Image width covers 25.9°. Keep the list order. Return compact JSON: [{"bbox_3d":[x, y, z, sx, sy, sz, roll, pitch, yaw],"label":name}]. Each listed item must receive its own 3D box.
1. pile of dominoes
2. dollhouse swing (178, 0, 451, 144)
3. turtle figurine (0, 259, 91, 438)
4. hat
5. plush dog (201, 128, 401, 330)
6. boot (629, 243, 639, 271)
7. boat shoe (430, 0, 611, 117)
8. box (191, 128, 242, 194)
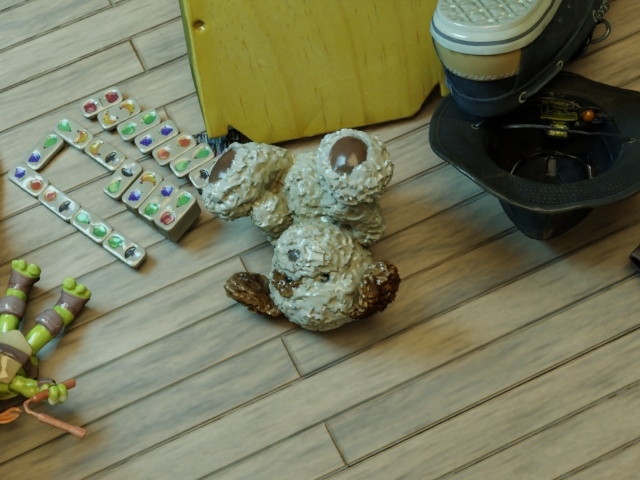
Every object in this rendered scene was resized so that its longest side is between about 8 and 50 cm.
[{"bbox_3d":[-0.263,-0.097,1.814,0.251,0.040,0.196,34,73,20],"label":"pile of dominoes"},{"bbox_3d":[-0.025,-0.352,1.883,0.347,0.315,0.305,-12,32,-8],"label":"dollhouse swing"},{"bbox_3d":[-0.364,0.141,1.690,0.270,0.087,0.217,15,58,19],"label":"turtle figurine"},{"bbox_3d":[0.281,-0.089,1.737,0.331,0.134,0.331,1,35,-1],"label":"hat"},{"bbox_3d":[0.000,0.000,1.719,0.262,0.210,0.225,-4,76,31],"label":"plush dog"},{"bbox_3d":[0.460,-0.046,1.747,0.207,0.090,0.248,-38,72,-17],"label":"boot"},{"bbox_3d":[0.290,-0.323,1.827,0.187,0.156,0.500,13,39,26],"label":"boat shoe"},{"bbox_3d":[-0.133,-0.105,1.838,0.067,0.018,0.083,-9,64,-2],"label":"box"}]
